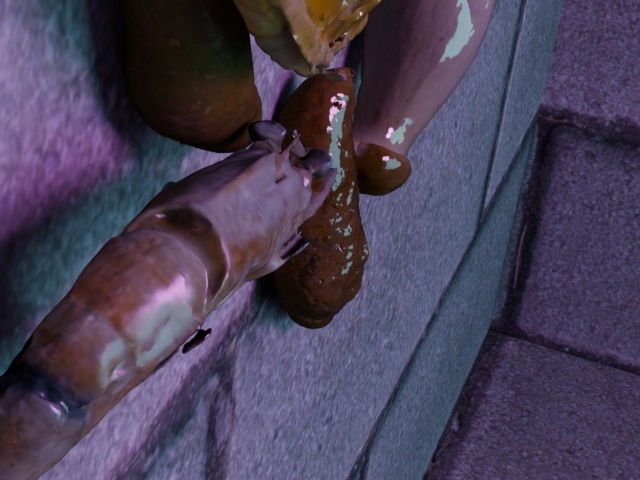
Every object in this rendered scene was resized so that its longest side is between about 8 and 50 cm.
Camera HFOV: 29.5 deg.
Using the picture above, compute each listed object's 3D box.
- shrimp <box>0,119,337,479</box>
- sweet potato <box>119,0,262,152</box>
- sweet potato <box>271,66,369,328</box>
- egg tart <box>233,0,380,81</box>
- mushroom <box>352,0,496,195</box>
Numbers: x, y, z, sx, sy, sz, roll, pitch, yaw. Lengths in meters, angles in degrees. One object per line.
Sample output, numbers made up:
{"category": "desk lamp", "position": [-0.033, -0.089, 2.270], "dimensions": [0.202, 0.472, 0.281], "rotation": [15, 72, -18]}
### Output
{"category": "shrimp", "position": [-0.097, 0.040, 0.713], "dimensions": [0.360, 0.085, 0.247], "rotation": [-48, 180, -44]}
{"category": "sweet potato", "position": [-0.082, -0.133, 0.709], "dimensions": [0.346, 0.079, 0.108], "rotation": [84, -2, -54]}
{"category": "sweet potato", "position": [0.000, 0.001, 1.122], "dimensions": [0.341, 0.092, 0.114], "rotation": [92, 4, -48]}
{"category": "egg tart", "position": [0.014, -0.254, 0.652], "dimensions": [0.341, 0.132, 0.341], "rotation": [-3, 90, -74]}
{"category": "mushroom", "position": [0.095, -0.212, 1.199], "dimensions": [0.128, 0.128, 0.350], "rotation": [3, 107, -76]}
